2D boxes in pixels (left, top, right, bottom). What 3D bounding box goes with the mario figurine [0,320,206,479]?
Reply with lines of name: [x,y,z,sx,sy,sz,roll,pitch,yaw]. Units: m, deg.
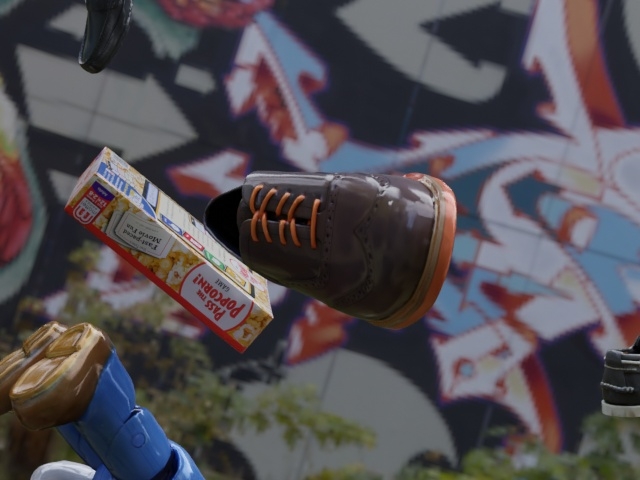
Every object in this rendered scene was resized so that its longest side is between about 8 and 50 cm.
mario figurine: [-0.116,0.216,1.038,0.320,0.170,0.198,51,12,-16]

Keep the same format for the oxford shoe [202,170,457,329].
oxford shoe: [0.000,0.000,0.953,0.098,0.097,0.271,12,-6,-21]

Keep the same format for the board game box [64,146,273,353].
board game box: [-0.129,0.004,1.318,0.193,0.045,0.147,40,7,-11]

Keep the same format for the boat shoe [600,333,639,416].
boat shoe: [0.389,0.127,1.663,0.233,0.079,0.084,-17,8,-44]

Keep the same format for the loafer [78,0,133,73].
loafer: [-0.297,-0.342,2.085,0.078,0.223,0.076,20,-4,-36]
